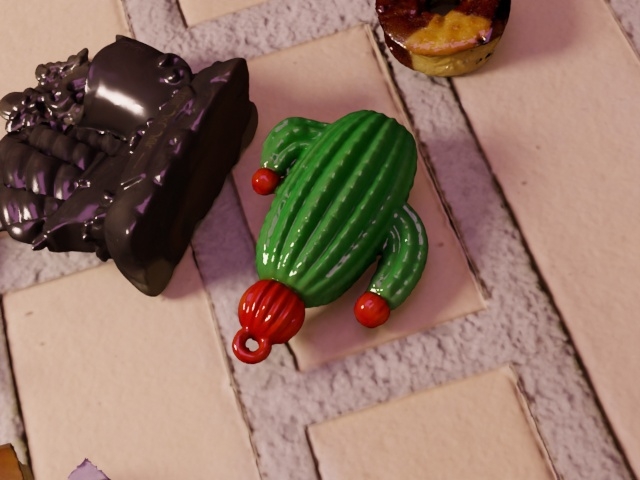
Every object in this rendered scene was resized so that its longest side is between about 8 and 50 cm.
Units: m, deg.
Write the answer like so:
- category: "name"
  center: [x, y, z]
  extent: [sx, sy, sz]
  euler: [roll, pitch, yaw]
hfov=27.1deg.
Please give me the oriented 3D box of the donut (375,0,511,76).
- category: "donut"
  center: [0.118, -0.214, 1.252]
  extent: [0.140, 0.059, 0.140]
  euler: [-4, 56, 6]

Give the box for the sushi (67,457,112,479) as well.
- category: "sushi"
  center: [-0.149, 0.332, 0.870]
  extent: [0.292, 0.059, 0.294]
  euler: [41, 69, 10]

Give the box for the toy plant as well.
- category: "toy plant"
  center: [0.014, -0.003, 1.108]
  extent: [0.154, 0.088, 0.240]
  euler: [7, 63, -5]

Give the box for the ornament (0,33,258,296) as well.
- category: "ornament"
  center: [-0.211, -0.086, 1.197]
  extent: [0.260, 0.106, 0.251]
  euler: [13, 56, 22]

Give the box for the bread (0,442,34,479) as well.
- category: "bread"
  center: [-0.365, 0.285, 0.960]
  extent: [0.361, 0.077, 0.138]
  euler: [-23, 67, -7]
